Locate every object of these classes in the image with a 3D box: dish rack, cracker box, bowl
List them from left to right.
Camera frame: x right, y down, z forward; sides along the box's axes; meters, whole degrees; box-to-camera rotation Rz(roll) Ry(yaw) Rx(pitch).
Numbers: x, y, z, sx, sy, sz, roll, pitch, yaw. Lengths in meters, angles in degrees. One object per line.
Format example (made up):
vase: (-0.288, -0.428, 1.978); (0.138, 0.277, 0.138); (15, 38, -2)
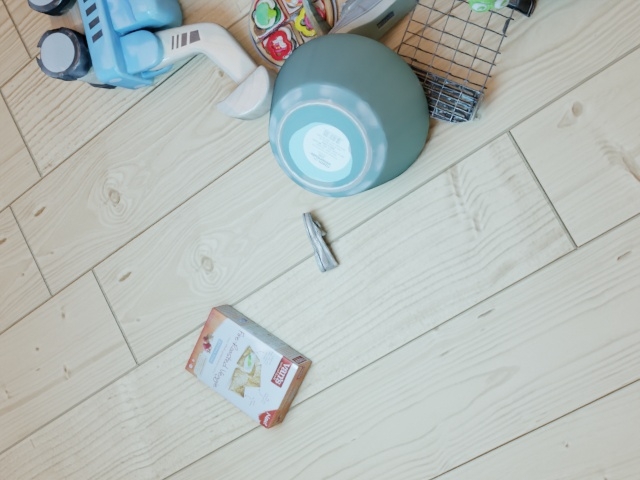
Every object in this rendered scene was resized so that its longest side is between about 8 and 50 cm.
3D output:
cracker box: (-0.152, 0.258, 1.973); (0.232, 0.067, 0.156); (31, 106, 21)
bowl: (0.029, -0.204, 1.738); (0.311, 0.163, 0.312); (10, 122, 17)
dish rack: (0.244, -0.357, 1.743); (0.208, 0.074, 0.272); (27, 106, 24)

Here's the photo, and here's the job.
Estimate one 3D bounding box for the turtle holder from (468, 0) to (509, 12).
turtle holder: (0.368, -0.509, 1.544); (0.243, 0.227, 0.320); (5, 54, 13)

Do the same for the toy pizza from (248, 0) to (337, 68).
toy pizza: (-0.061, -0.443, 1.908); (0.201, 0.032, 0.201); (2, 94, 26)

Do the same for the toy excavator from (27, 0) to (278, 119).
toy excavator: (-0.338, -0.419, 1.965); (0.445, 0.222, 0.433); (-15, 87, 18)

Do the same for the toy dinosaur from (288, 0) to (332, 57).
toy dinosaur: (0.013, -0.359, 1.849); (0.118, 0.064, 0.268); (-40, 88, 10)

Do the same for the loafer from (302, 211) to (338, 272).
loafer: (0.000, 0.000, 1.902); (0.039, 0.045, 0.125); (-18, 91, 9)

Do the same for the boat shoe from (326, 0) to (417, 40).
boat shoe: (0.081, -0.422, 1.795); (0.227, 0.079, 0.081); (-38, 60, -1)
